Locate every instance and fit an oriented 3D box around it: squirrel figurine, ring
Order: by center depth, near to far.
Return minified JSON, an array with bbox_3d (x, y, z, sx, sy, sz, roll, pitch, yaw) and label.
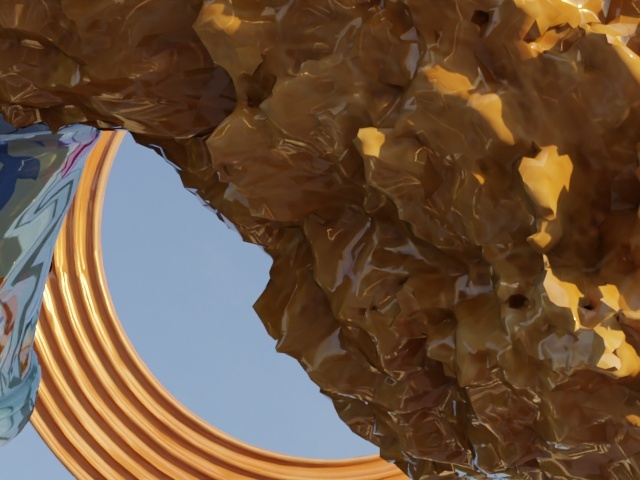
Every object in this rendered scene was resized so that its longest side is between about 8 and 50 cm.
[{"bbox_3d":[0.079,-0.147,0.491,0.397,0.370,0.281,-31,10,-32],"label":"squirrel figurine"},{"bbox_3d":[0.000,0.000,0.978,0.336,0.337,0.032,-6,-13,-10],"label":"ring"}]

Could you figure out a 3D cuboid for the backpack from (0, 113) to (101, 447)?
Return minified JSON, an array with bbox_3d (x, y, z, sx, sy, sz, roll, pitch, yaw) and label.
[{"bbox_3d":[-0.198,-0.009,0.565,0.253,0.225,0.191,0,-74,-36],"label":"backpack"}]
